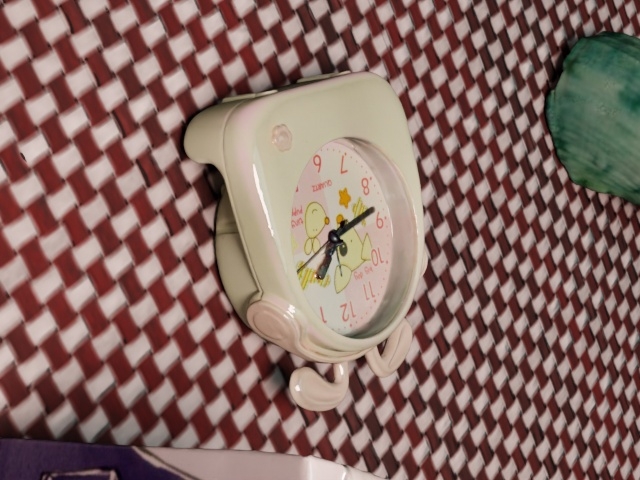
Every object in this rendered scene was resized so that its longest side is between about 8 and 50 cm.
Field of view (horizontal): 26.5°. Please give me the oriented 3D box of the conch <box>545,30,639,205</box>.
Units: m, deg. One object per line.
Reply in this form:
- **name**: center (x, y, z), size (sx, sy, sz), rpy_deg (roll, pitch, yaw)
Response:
- **conch**: center (0.300, -0.100, 1.115), size (0.202, 0.134, 0.196), rpy_deg (-44, 120, -41)

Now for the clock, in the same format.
- **clock**: center (0.000, 0.000, 0.813), size (0.151, 0.062, 0.191), rpy_deg (-21, 103, -49)

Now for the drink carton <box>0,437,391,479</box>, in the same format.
- **drink carton**: center (-0.060, 0.163, 0.604), size (0.102, 0.222, 0.134), rpy_deg (25, 68, -46)
